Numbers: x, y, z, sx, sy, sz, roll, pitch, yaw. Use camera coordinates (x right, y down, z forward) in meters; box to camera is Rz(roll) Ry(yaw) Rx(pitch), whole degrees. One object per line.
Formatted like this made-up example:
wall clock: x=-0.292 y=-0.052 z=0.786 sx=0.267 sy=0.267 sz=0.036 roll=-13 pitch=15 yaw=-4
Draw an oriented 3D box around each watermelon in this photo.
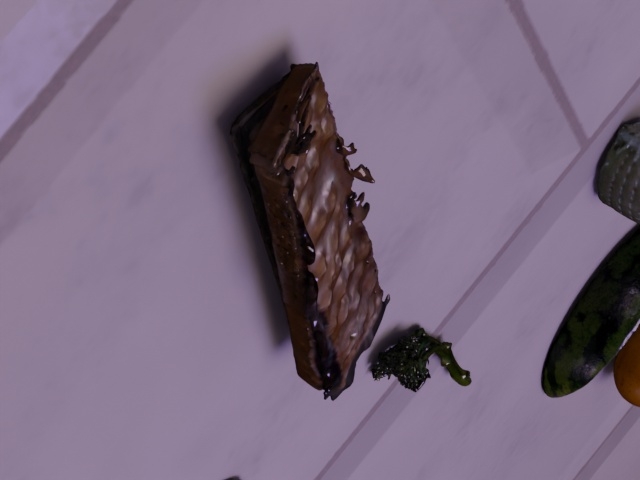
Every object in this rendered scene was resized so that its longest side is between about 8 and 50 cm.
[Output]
watermelon: x=0.303 y=0.071 z=1.806 sx=0.245 sy=0.063 sz=0.119 roll=-58 pitch=167 yaw=11

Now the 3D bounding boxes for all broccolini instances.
broccolini: x=0.101 y=0.104 z=1.534 sx=0.194 sy=0.054 sz=0.052 roll=11 pitch=95 yaw=-63

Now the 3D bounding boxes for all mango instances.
mango: x=0.396 y=0.122 z=1.981 sx=0.165 sy=0.089 sz=0.115 roll=-40 pitch=142 yaw=-30

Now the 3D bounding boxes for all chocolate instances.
chocolate: x=-0.007 y=0.001 z=1.209 sx=0.102 sy=0.065 sz=0.329 roll=-62 pitch=160 yaw=-24

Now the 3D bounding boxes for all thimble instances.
thimble: x=0.300 y=-0.062 z=1.619 sx=0.084 sy=0.062 sz=0.110 roll=-46 pitch=154 yaw=-18

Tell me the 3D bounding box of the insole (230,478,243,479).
insole: x=-0.107 y=0.271 z=1.437 sx=0.063 sy=0.010 sz=0.192 roll=-11 pitch=131 yaw=-55
